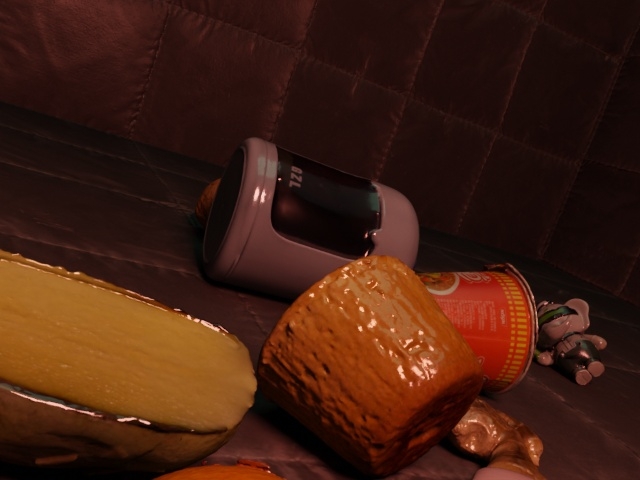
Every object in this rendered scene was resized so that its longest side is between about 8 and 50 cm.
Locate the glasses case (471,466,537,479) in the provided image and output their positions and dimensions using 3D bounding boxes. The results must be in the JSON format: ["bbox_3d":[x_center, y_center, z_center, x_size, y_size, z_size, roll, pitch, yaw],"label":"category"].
[{"bbox_3d":[0.138,0.241,0.477,0.113,0.075,0.297,23,11,19],"label":"glasses case"}]

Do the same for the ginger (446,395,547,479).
[{"bbox_3d":[0.178,0.221,0.730,0.133,0.059,0.214,29,13,9],"label":"ginger"}]

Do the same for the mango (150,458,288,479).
[{"bbox_3d":[-0.063,0.181,0.245,0.187,0.138,0.257,7,4,-1],"label":"mango"}]

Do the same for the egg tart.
[{"bbox_3d":[0.054,0.131,0.655,0.202,0.202,0.147,7,33,-51],"label":"egg tart"}]

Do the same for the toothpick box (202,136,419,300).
[{"bbox_3d":[0.000,0.000,1.128,0.355,0.263,0.263,17,10,-19],"label":"toothpick box"}]

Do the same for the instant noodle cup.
[{"bbox_3d":[0.159,0.116,0.948,0.212,0.193,0.193,7,14,-21],"label":"instant noodle cup"}]

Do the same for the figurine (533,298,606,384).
[{"bbox_3d":[0.462,0.184,1.287,0.126,0.147,0.192,35,21,-29],"label":"figurine"}]

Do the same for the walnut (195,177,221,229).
[{"bbox_3d":[-0.166,-0.055,1.347,0.144,0.144,0.180,13,3,-31],"label":"walnut"}]

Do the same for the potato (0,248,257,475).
[{"bbox_3d":[-0.185,0.107,0.490,0.272,0.111,0.160,23,21,-27],"label":"potato"}]
